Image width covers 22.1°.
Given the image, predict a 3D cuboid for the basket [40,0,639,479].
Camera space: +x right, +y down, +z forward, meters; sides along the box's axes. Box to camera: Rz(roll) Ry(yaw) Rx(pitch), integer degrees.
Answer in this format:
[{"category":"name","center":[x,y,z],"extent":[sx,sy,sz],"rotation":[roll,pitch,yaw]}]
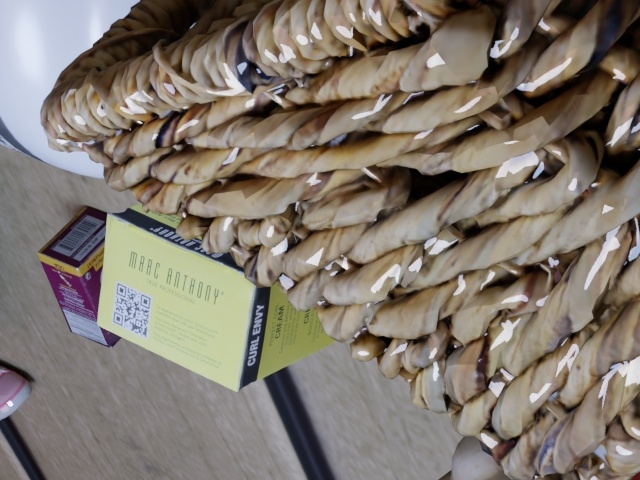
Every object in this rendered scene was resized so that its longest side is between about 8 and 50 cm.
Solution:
[{"category":"basket","center":[0.087,-0.113,0.489],"extent":[0.223,0.299,0.213],"rotation":[37,149,9]}]

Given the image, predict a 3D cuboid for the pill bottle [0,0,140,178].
[{"category":"pill bottle","center":[-0.132,-0.151,0.774],"extent":[0.363,0.210,0.210],"rotation":[21,144,29]}]

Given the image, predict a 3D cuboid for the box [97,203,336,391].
[{"category":"box","center":[0.000,0.000,0.796],"extent":[0.087,0.232,0.058],"rotation":[22,116,28]}]

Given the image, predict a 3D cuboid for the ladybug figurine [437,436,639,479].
[{"category":"ladybug figurine","center":[0.221,0.260,0.937],"extent":[0.305,0.162,0.449],"rotation":[-7,125,50]}]

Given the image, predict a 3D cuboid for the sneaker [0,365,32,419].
[{"category":"sneaker","center":[-0.316,0.120,1.466],"extent":[0.134,0.051,0.070],"rotation":[5,139,51]}]

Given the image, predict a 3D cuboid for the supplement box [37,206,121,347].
[{"category":"supplement box","center":[-0.160,0.027,1.173],"extent":[0.043,0.055,0.083],"rotation":[19,143,32]}]
